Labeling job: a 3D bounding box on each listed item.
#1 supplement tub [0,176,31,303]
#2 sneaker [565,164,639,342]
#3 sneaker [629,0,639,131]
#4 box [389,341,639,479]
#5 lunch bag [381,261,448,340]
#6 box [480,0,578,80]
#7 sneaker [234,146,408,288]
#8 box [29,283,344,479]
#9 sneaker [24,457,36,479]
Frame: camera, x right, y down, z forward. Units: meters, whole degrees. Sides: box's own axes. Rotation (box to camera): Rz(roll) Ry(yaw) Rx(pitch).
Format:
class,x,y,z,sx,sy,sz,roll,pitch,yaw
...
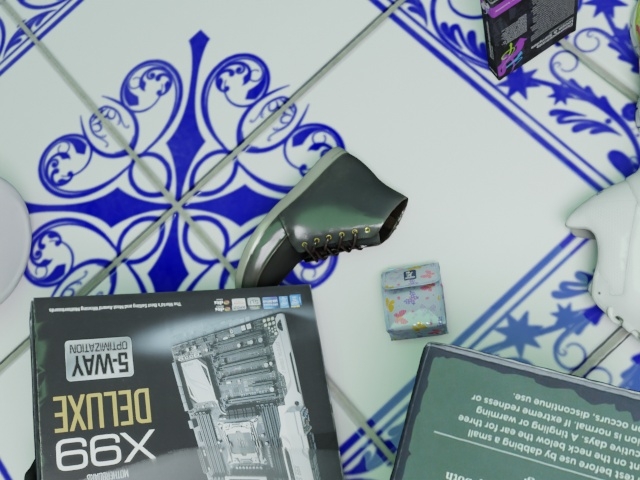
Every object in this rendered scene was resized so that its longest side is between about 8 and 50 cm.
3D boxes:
class,x,y,z,sx,sy,sz,roll,pitch,yaw
supplement tub,-0.544,-0.011,0.993,0.272,0.191,0.191,9,75,17
sneaker,0.361,0.068,0.791,0.129,0.111,0.297,-27,63,22
sneaker,0.402,-0.223,0.862,0.081,0.094,0.208,-1,71,16
box,0.158,0.320,0.648,0.212,0.293,0.395,13,77,18
lunch bag,0.107,0.067,0.872,0.071,0.053,0.083,-7,62,11
box,0.244,-0.266,0.881,0.116,0.162,0.029,-33,64,2
sneaker,0.000,0.000,0.904,0.118,0.083,0.222,35,83,21
box,-0.142,0.177,0.804,0.307,0.076,0.242,-1,68,-24
sneaker,-0.225,0.192,0.869,0.102,0.146,0.293,35,85,22
